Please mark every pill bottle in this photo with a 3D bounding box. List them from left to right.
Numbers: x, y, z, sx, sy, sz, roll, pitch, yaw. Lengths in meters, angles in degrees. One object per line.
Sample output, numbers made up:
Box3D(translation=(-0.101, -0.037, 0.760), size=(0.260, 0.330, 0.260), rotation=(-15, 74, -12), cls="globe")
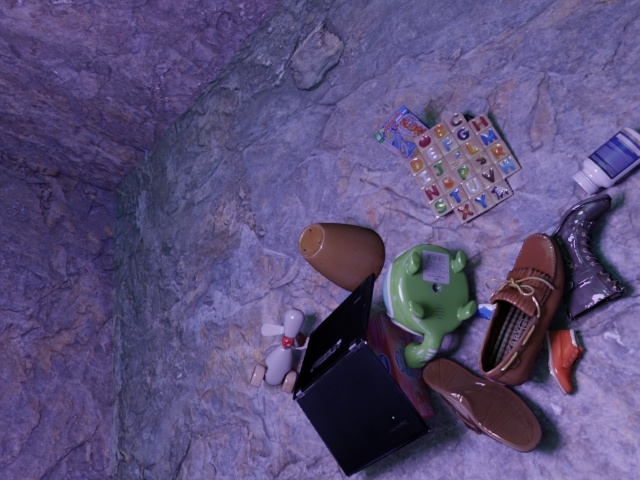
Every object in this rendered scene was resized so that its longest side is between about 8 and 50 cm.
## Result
Box3D(translation=(0.722, -0.193, 1.224), size=(0.169, 0.094, 0.094), rotation=(-44, 48, 22), cls="pill bottle")

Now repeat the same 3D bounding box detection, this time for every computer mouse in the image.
Box3D(translation=(0.405, -0.304, 1.604), size=(0.262, 0.060, 0.184), rotation=(-29, 56, 33), cls="computer mouse")

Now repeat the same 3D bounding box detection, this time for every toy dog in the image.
Box3D(translation=(-0.133, 0.395, 1.787), size=(0.334, 0.220, 0.161), rotation=(-50, 14, 8), cls="toy dog")

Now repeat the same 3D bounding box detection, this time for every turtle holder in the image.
Box3D(translation=(0.302, 0.178, 1.416), size=(0.321, 0.243, 0.227), rotation=(66, 154, 5), cls="turtle holder")

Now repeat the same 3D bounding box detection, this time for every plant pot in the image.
Box3D(translation=(0.053, 0.033, 1.676), size=(0.237, 0.254, 0.237), rotation=(-19, 61, 38), cls="plant pot")

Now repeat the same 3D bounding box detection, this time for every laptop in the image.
Box3D(translation=(0.114, 0.388, 1.429), size=(0.382, 0.236, 0.408), rotation=(-50, 15, 38), cls="laptop")

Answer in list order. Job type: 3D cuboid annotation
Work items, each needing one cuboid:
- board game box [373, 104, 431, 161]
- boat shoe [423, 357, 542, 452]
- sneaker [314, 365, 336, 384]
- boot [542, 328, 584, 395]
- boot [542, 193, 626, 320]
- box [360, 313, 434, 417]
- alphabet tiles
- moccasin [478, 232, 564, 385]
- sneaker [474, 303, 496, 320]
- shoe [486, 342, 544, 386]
Box3D(translation=(0.288, -0.348, 1.633), size=(0.136, 0.201, 0.035), rotation=(-45, 48, 23), cls="board game box")
Box3D(translation=(0.416, 0.434, 1.269), size=(0.123, 0.123, 0.342), rotation=(-42, 37, -19), cls="boat shoe")
Box3D(translation=(0.071, 0.481, 1.603), size=(0.128, 0.087, 0.221), rotation=(-37, 75, -12), cls="sneaker")
Box3D(translation=(0.596, 0.290, 1.186), size=(0.084, 0.059, 0.158), rotation=(-18, 63, 31), cls="boot")
Box3D(translation=(0.662, 0.044, 1.203), size=(0.263, 0.091, 0.229), rotation=(-52, 45, 31), cls="boot")
Box3D(translation=(0.203, 0.392, 1.466), size=(0.154, 0.142, 0.300), rotation=(-33, 54, 31), cls="box")
Box3D(translation=(0.435, -0.233, 1.525), size=(0.285, 0.011, 0.343), rotation=(-32, 63, 20), cls="alphabet tiles")
Box3D(translation=(0.480, 0.158, 1.198), size=(0.139, 0.146, 0.380), rotation=(22, 86, 57), cls="moccasin")
Box3D(translation=(0.478, 0.219, 1.326), size=(0.152, 0.058, 0.085), rotation=(-5, 62, 36), cls="sneaker")
Box3D(translation=(0.502, 0.323, 1.263), size=(0.178, 0.063, 0.081), rotation=(-36, 54, 36), cls="shoe")
